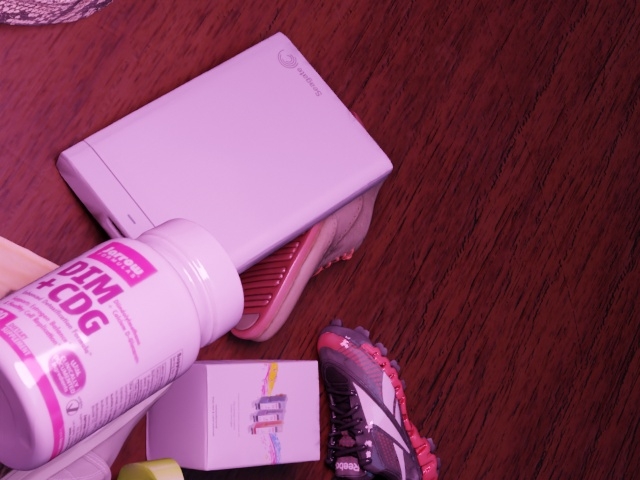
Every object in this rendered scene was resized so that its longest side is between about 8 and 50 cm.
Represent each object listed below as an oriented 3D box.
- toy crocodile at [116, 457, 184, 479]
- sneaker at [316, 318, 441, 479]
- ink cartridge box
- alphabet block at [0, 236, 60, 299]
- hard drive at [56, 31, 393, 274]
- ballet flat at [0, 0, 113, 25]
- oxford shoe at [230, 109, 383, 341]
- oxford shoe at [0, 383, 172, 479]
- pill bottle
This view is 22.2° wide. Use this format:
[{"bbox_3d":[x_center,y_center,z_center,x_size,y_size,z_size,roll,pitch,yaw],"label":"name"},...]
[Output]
[{"bbox_3d":[-0.211,0.423,1.913,0.115,0.105,0.341,13,80,-38],"label":"toy crocodile"},{"bbox_3d":[0.057,0.240,2.148,0.135,0.097,0.276,-40,113,-36],"label":"sneaker"},{"bbox_3d":[-0.105,0.210,1.998,0.176,0.128,0.127,3,86,-40],"label":"ink cartridge box"},{"bbox_3d":[-0.390,0.096,1.731,0.197,0.192,0.193,30,71,-35],"label":"alphabet block"},{"bbox_3d":[-0.110,-0.090,1.986,0.353,0.047,0.233,-33,79,-32],"label":"hard drive"},{"bbox_3d":[-0.376,-0.328,1.770,0.482,0.182,0.164,2,86,-40],"label":"ballet flat"},{"bbox_3d":[0.000,0.000,2.102,0.130,0.123,0.348,45,61,-31],"label":"oxford shoe"},{"bbox_3d":[-0.318,0.286,1.798,0.449,0.169,0.130,-45,112,-24],"label":"oxford shoe"},{"bbox_3d":[-0.223,0.095,1.644,0.283,0.160,0.160,-32,107,-37],"label":"pill bottle"}]
